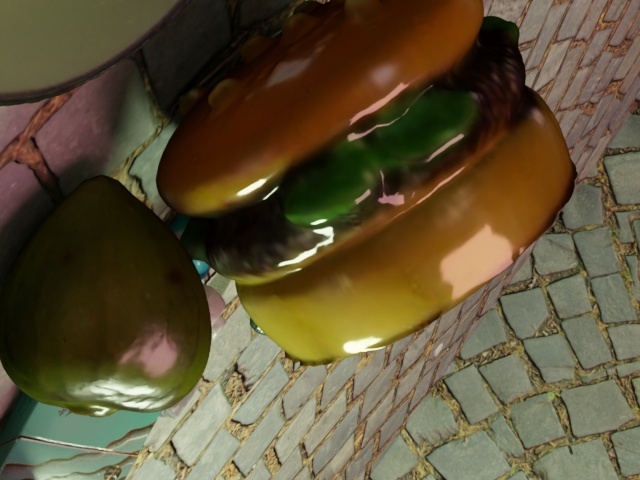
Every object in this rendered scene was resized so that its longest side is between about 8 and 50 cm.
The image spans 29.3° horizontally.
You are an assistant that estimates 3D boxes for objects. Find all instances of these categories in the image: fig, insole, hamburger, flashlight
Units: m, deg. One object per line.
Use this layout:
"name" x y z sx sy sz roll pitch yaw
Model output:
"fig" -0.201 0.054 1.153 0.203 0.203 0.225 18 73 -71
"insole" -0.174 0.120 1.588 0.232 0.003 0.080 -57 162 1
"hamburger" 0.023 -0.087 1.191 0.396 0.277 0.395 -33 -164 10
"flashlight" -0.147 0.011 1.414 0.051 0.051 0.129 -51 165 -16

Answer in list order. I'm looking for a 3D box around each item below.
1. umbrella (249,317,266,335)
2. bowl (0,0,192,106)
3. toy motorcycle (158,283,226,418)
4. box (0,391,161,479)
"umbrella" 0.003 0.002 1.680 0.348 0.143 0.094 -57 -153 25
"bowl" -0.172 -0.269 0.666 0.354 0.185 0.354 -48 160 -24
"toy motorcycle" -0.203 0.160 1.468 0.254 0.112 0.112 -55 161 -4
"box" -0.245 0.175 1.339 0.162 0.041 0.229 20 105 -42
